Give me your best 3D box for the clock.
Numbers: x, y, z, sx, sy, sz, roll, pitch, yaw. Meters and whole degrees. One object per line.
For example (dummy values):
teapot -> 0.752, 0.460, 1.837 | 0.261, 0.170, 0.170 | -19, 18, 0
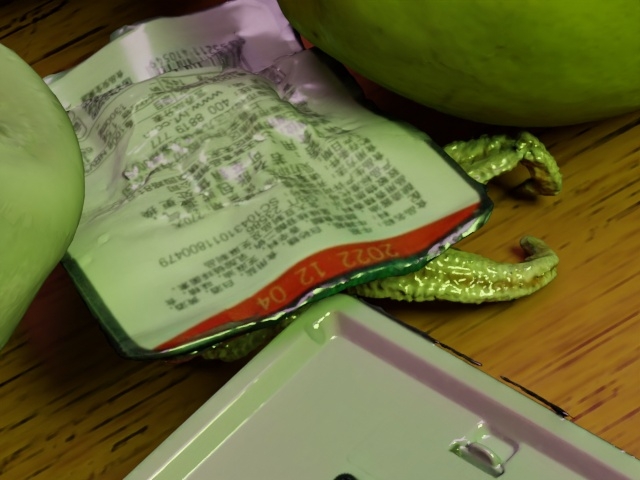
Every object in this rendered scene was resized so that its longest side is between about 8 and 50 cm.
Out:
clock -> 0.032, 0.119, 0.687 | 0.197, 0.063, 0.150 | 28, 59, 34

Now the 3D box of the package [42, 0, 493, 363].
package -> -0.045, -0.032, 0.819 | 0.166, 0.040, 0.232 | -25, 40, -15

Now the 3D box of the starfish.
starfish -> -0.002, -0.008, 0.827 | 0.209, 0.053, 0.150 | 4, 39, 21

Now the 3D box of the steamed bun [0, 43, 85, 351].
steamed bun -> -0.294, 0.024, 0.735 | 0.367, 0.255, 0.342 | 0, 26, -23

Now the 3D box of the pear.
pear -> 0.118, -0.176, 0.813 | 0.307, 0.253, 0.253 | -22, 45, -9
